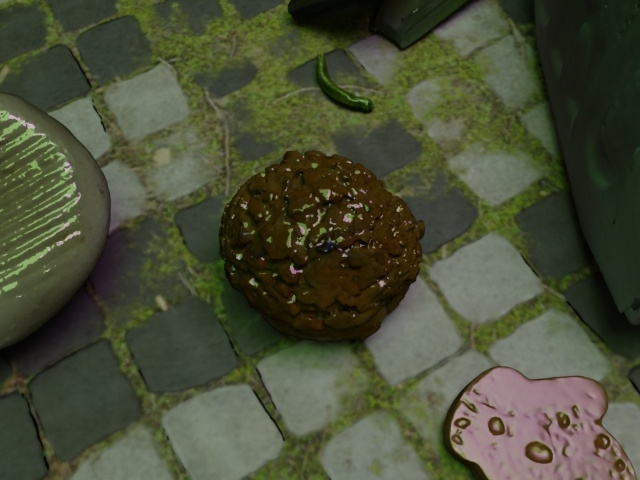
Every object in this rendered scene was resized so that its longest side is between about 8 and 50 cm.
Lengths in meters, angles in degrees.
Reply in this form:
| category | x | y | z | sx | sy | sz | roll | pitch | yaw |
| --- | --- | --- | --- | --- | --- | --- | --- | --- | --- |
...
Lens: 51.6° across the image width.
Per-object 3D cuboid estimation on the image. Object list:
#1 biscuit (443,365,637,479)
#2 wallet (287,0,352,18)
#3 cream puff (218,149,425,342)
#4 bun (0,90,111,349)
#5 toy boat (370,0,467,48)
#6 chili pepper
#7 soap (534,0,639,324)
| category | x | y | z | sx | sy | sz | roll | pitch | yaw |
| --- | --- | --- | --- | --- | --- | --- | --- | --- | --- |
| biscuit | 0.169 | 0.149 | 0.491 | 0.118 | 0.023 | 0.140 | -41 | 68 | -18 |
| wallet | 0.075 | -0.325 | 0.690 | 0.169 | 0.052 | 0.245 | 6 | 57 | 47 |
| cream puff | 0.000 | 0.000 | 0.522 | 0.165 | 0.115 | 0.150 | -1 | 66 | 0 |
| bun | -0.285 | -0.015 | 0.527 | 0.231 | 0.133 | 0.231 | 2 | 82 | -13 |
| toy boat | 0.164 | -0.318 | 0.716 | 0.093 | 0.055 | 0.293 | 37 | 69 | 21 |
| chili pepper | 0.020 | -0.153 | 0.657 | 0.083 | 0.017 | 0.030 | 42 | 70 | 17 |
| soap | 0.286 | -0.172 | 0.520 | 0.156 | 0.261 | 0.446 | -3 | 64 | 0 |
